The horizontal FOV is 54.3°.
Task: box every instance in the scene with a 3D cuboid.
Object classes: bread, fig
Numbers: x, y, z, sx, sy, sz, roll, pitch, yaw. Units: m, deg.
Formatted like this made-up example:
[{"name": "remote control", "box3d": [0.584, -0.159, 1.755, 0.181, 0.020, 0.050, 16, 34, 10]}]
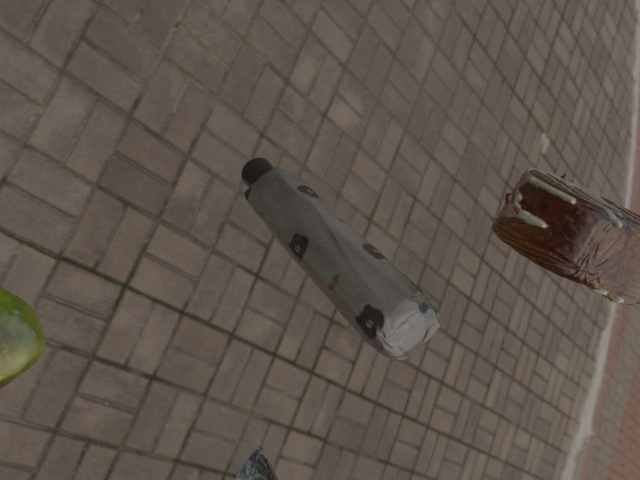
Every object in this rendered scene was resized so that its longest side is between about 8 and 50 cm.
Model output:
[{"name": "bread", "box3d": [0.246, -0.009, 0.591, 0.161, 0.160, 0.073, 1, 118, -44]}, {"name": "fig", "box3d": [-0.646, 0.184, 1.263, 0.167, 0.167, 0.233, 18, 50, -44]}]

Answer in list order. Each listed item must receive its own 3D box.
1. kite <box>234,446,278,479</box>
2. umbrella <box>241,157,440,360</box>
[{"name": "kite", "box3d": [-0.020, 0.376, 0.700, 0.285, 0.015, 0.152, 61, 17, -12]}, {"name": "umbrella", "box3d": [0.000, 0.000, 0.671, 0.073, 0.337, 0.067, -36, 136, -10]}]
